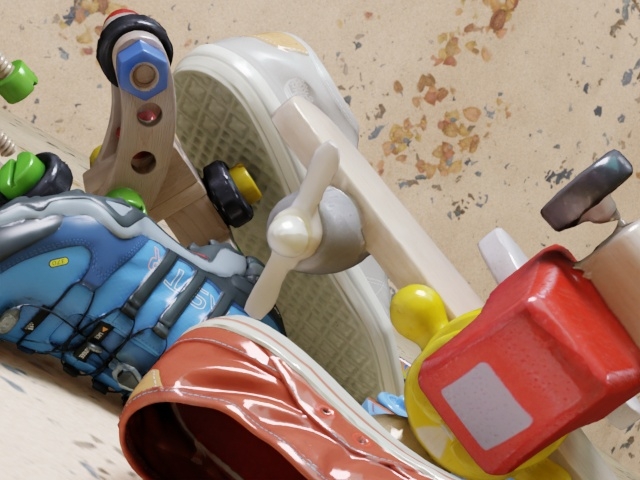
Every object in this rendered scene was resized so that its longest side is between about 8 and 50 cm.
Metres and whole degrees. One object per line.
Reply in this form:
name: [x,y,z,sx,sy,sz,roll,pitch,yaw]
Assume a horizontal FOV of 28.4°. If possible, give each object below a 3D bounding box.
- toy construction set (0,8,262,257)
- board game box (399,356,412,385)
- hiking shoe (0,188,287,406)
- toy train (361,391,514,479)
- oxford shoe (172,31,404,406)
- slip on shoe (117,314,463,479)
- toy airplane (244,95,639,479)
toy construction set: [-0.196,-0.034,1.052,0.308,0.257,0.237,20,-25,51]
board game box: [0.076,0.165,1.357,0.170,0.048,0.141,32,-17,15]
hiking shoe: [-0.120,0.055,0.839,0.304,0.113,0.132,12,40,-47]
toy train: [0.089,0.196,1.032,0.184,0.080,0.105,33,11,-5]
oxford shoe: [0.000,0.000,1.173,0.169,0.130,0.449,8,-48,40]
slip on shoe: [0.029,0.164,0.641,0.331,0.123,0.101,37,36,18]
toy airplane: [0.117,0.102,0.886,0.384,0.272,0.386,54,-3,-37]
